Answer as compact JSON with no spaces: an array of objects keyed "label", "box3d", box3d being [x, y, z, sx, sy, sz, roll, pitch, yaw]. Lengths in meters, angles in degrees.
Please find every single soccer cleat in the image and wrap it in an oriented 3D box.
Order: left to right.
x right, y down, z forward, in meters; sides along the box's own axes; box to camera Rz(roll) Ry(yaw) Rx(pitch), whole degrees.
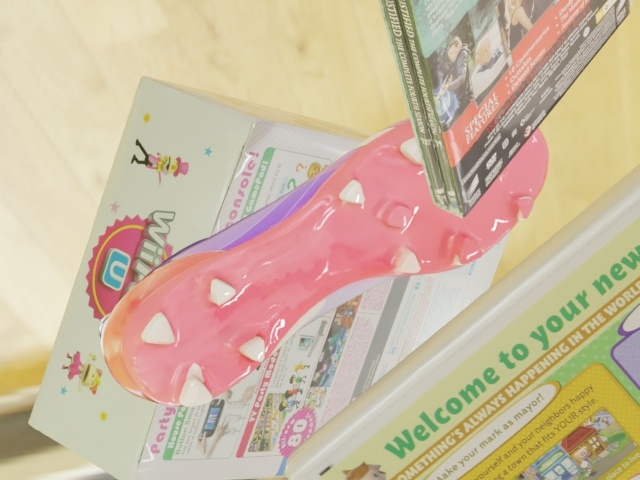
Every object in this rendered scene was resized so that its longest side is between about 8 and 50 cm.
[{"label":"soccer cleat","box3d":[0.000,0.000,0.828,0.248,0.083,0.095,-32,-160,-16]}]

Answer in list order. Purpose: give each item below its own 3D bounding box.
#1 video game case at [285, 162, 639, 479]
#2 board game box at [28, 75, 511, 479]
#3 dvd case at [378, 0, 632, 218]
[{"label":"video game case","box3d":[0.129,0.081,0.579,0.212,0.193,0.023,-40,-170,8]},{"label":"board game box","box3d":[-0.015,0.034,1.051,0.303,0.097,0.224,9,103,-54]},{"label":"dvd case","box3d":[0.048,-0.072,0.419,0.087,0.013,0.119,-50,149,-21]}]
